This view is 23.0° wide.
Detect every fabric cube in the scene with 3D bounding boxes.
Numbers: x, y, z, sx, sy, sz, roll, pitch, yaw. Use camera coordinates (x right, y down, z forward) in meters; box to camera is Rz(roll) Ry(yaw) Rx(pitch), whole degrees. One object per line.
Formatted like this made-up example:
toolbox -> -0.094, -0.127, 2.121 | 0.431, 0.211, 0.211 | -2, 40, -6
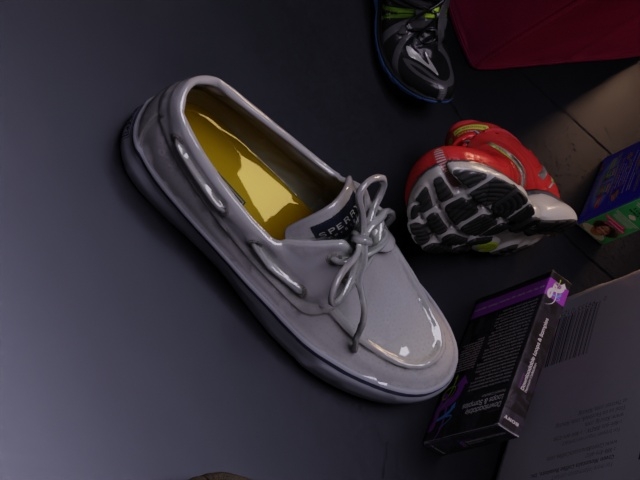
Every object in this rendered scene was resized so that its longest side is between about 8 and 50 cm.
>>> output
fabric cube -> 0.282, -0.334, 1.542 | 0.259, 0.258, 0.254 | -9, 80, -32

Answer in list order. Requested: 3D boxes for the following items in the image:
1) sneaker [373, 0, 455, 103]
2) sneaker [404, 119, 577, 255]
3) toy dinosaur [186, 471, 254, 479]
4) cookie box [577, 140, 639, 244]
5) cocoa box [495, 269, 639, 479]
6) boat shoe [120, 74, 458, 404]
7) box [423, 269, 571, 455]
sneaker -> 0.092, -0.221, 1.500 | 0.067, 0.078, 0.188 | -4, 77, -31
sneaker -> 0.138, -0.056, 1.426 | 0.279, 0.107, 0.118 | 14, 51, -64
toy dinosaur -> -0.053, 0.258, 1.259 | 0.313, 0.121, 0.160 | 29, 50, -14
cookie box -> 0.314, -0.054, 1.559 | 0.040, 0.107, 0.092 | 36, 60, -16
cocoa box -> 0.358, 0.163, 1.371 | 0.228, 0.347, 0.231 | 30, 61, -19
boat shoe -> 0.004, -0.007, 1.332 | 0.367, 0.156, 0.136 | 46, 58, -10
box -> 0.159, 0.111, 1.410 | 0.029, 0.116, 0.162 | 35, 61, -18
